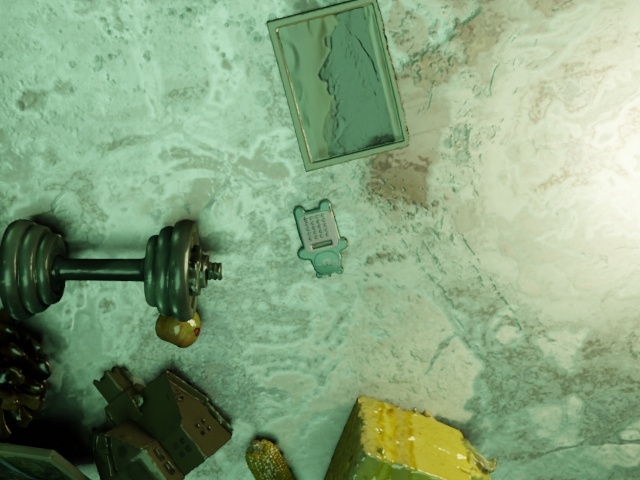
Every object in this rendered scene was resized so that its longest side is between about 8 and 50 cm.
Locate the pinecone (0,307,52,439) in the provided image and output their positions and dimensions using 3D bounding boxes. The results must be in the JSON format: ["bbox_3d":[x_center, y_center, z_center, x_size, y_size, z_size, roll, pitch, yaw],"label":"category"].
[{"bbox_3d":[-0.588,0.241,1.669,0.229,0.201,0.202,10,129,24],"label":"pinecone"}]

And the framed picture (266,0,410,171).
[{"bbox_3d":[0.033,-0.264,1.609,0.192,0.018,0.265,-15,106,4],"label":"framed picture"}]

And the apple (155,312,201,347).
[{"bbox_3d":[-0.255,0.153,1.708,0.084,0.084,0.071,25,78,-7],"label":"apple"}]

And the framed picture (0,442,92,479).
[{"bbox_3d":[-0.552,0.410,1.698,0.324,0.020,0.240,3,146,21],"label":"framed picture"}]

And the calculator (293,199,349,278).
[{"bbox_3d":[0.000,0.000,1.688,0.094,0.019,0.141,-15,106,2],"label":"calculator"}]

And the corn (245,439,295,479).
[{"bbox_3d":[-0.079,0.466,1.805,0.068,0.068,0.207,-25,105,8],"label":"corn"}]

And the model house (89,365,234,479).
[{"bbox_3d":[-0.330,0.341,1.719,0.211,0.204,0.243,-40,85,13],"label":"model house"}]

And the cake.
[{"bbox_3d":[0.164,0.454,1.721,0.286,0.222,0.227,19,108,-5],"label":"cake"}]

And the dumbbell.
[{"bbox_3d":[-0.371,0.051,1.626,0.406,0.179,0.179,0,107,0],"label":"dumbbell"}]
